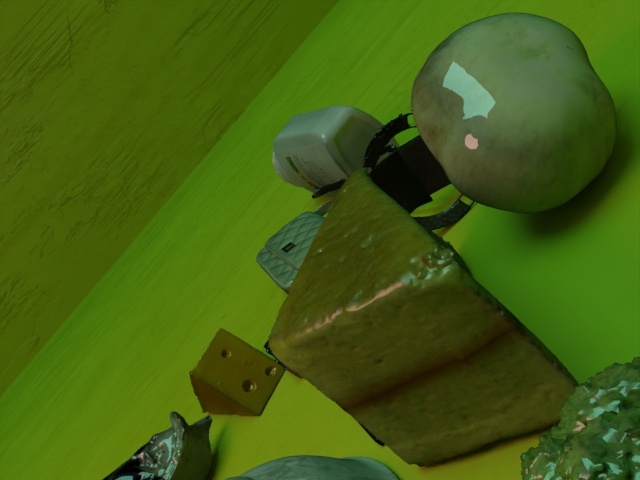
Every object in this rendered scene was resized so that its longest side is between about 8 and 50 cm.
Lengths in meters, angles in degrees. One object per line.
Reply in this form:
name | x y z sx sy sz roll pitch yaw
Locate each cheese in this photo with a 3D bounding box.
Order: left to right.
cheese | -0.150 0.233 1.272 0.093 0.126 0.171 -59 3 -29

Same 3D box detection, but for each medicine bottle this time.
medicine bottle | 0.015 -0.160 1.465 0.124 0.179 0.324 -55 21 -13

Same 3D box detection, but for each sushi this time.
sushi | -0.230 0.374 1.139 0.273 0.134 0.109 -42 30 -27

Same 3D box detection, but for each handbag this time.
handbag | 0.000 0.000 1.367 0.219 0.079 0.256 -47 22 -5

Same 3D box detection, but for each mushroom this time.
mushroom | 0.235 -0.144 0.975 0.260 0.254 0.234 -55 -15 -28

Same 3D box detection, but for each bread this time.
bread | 0.127 0.024 0.850 0.245 0.233 0.361 -33 25 35

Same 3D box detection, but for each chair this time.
chair | 0.125 -0.087 1.145 0.149 0.174 0.213 -42 9 -39

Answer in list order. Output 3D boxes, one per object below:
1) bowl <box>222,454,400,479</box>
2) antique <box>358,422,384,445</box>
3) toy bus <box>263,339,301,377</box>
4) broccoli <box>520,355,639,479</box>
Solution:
bowl | -0.065 0.335 0.811 0.313 0.146 0.313 -41 23 21
antique | 0.047 0.208 0.989 0.031 0.015 0.192 -50 21 -4
toy bus | -0.053 0.178 1.201 0.031 0.043 0.110 -54 23 -4
broccoli | 0.207 0.199 0.452 0.254 0.186 0.302 -32 18 15
